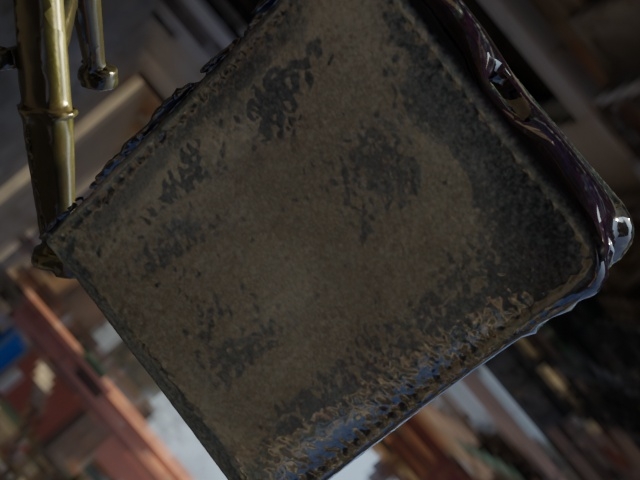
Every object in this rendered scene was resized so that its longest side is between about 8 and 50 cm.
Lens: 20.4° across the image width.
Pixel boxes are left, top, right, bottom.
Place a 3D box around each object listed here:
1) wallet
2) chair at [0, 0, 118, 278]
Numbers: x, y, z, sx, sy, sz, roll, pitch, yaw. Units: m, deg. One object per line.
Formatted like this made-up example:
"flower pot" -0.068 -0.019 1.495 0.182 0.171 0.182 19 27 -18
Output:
"wallet" 0.001 -0.001 0.710 0.222 0.167 0.036 -42 174 33
"chair" -0.272 -0.249 0.931 0.362 0.365 0.410 -100 -162 -69
